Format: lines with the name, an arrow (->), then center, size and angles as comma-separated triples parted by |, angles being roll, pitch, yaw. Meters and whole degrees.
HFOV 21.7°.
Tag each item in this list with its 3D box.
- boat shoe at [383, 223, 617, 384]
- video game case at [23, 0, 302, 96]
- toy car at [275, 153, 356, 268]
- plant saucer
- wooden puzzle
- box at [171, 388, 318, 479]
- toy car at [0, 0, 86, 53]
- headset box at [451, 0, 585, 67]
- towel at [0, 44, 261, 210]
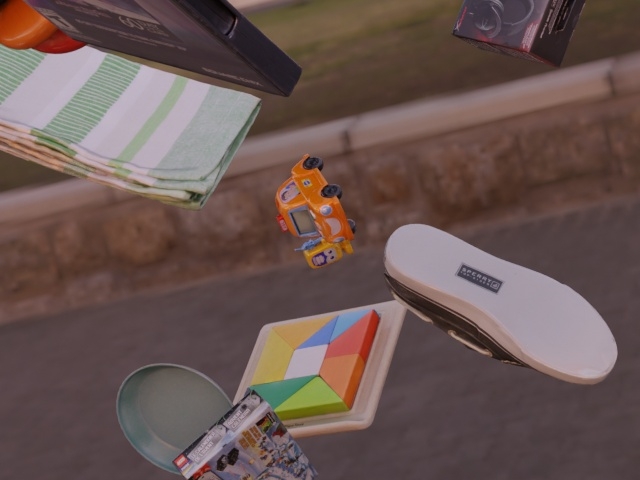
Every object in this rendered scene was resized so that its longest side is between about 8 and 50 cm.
boat shoe -> 0.152, 0.062, 1.430 | 0.219, 0.070, 0.078 | 31, 60, 17
video game case -> -0.155, -0.170, 0.957 | 0.196, 0.026, 0.274 | 19, -11, 36
toy car -> 0.000, 0.000, 1.001 | 0.041, 0.060, 0.122 | -26, -32, -5
plant saucer -> -0.123, 0.155, 1.484 | 0.119, 0.119, 0.021 | -10, 23, 25
wooden puzzle -> -0.012, 0.160, 2.080 | 0.221, 0.044, 0.238 | -12, 34, 30
box -> -0.063, 0.197, 1.445 | 0.094, 0.137, 0.027 | -42, 53, -10
toy car -> -0.219, -0.206, 1.259 | 0.159, 0.136, 0.182 | -48, 24, 21
headset box -> 0.129, -0.146, 1.044 | 0.032, 0.062, 0.083 | 20, 3, -38
towel -> -0.229, -0.130, 1.481 | 0.325, 0.038, 0.248 | 18, 27, 2
